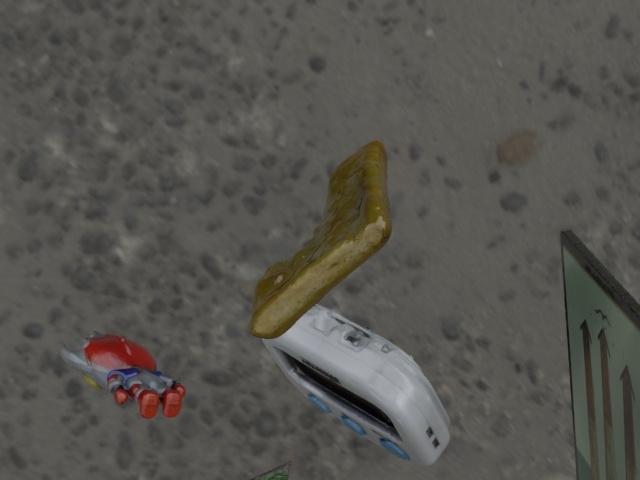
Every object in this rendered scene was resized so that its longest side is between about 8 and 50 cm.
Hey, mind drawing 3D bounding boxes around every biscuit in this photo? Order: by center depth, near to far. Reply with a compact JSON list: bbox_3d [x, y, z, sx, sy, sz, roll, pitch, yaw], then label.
[{"bbox_3d":[0.000,0.000,1.373,0.183,0.039,0.174,-43,24,19],"label":"biscuit"}]

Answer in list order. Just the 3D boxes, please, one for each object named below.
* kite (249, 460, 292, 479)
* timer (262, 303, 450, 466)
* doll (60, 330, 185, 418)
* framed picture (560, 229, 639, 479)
[{"bbox_3d":[-0.105,0.399,1.764,0.013,0.268,0.323,-6,54,36],"label":"kite"},{"bbox_3d":[0.052,0.185,1.883,0.262,0.237,0.087,27,69,33],"label":"timer"},{"bbox_3d":[-0.210,0.140,1.536,0.104,0.062,0.194,-17,26,-28],"label":"doll"},{"bbox_3d":[0.233,0.178,1.126,0.013,0.244,0.324,-9,108,-4],"label":"framed picture"}]
